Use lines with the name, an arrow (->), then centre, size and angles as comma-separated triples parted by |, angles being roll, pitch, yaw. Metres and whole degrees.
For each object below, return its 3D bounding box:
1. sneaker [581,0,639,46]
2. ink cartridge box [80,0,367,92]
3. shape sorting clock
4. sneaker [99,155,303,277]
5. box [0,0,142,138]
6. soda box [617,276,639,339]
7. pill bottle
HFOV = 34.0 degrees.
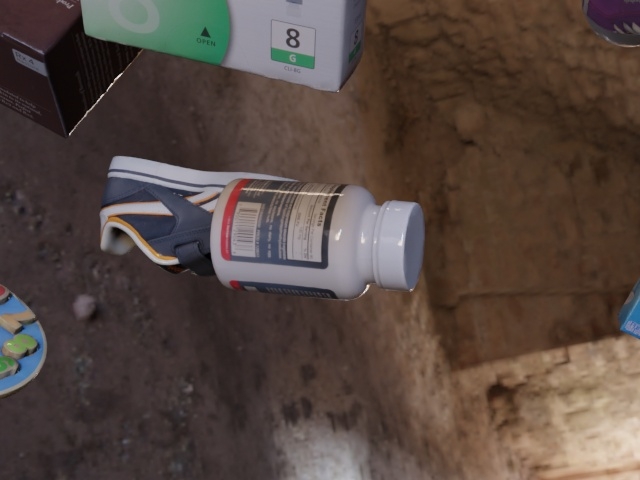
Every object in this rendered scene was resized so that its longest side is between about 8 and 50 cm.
sneaker -> 0.268, -0.167, 0.789 | 0.282, 0.102, 0.161 | 89, -2, -79
ink cartridge box -> -0.060, -0.208, 0.614 | 0.056, 0.181, 0.224 | -61, 161, -44
shape sorting clock -> -0.343, 0.072, 0.926 | 0.206, 0.206, 0.040 | -74, -171, -62
sneaker -> -0.117, -0.015, 1.224 | 0.126, 0.321, 0.127 | 31, 69, -61
box -> -0.323, -0.271, 1.250 | 0.203, 0.168, 0.167 | -56, 167, -25
soda box -> 0.535, 0.054, 1.596 | 0.210, 0.067, 0.071 | -64, 176, 19
pill bottle -> 0.000, 0.000, 0.965 | 0.108, 0.180, 0.108 | 5, 90, -71
